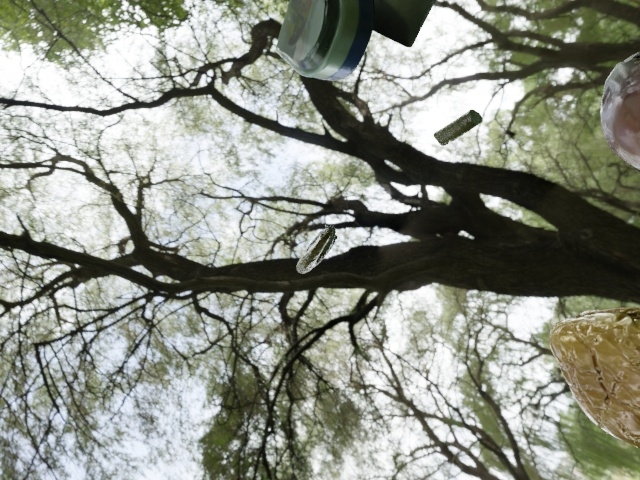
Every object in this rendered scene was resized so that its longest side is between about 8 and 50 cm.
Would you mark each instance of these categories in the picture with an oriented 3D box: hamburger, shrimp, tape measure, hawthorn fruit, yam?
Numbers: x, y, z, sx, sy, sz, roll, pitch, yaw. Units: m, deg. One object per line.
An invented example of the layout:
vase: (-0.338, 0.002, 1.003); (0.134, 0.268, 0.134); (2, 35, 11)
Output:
hamburger: (0.651, 0.291, 0.865); (0.158, 0.319, 0.318); (-20, -64, -22)
shrimp: (-0.016, 0.026, 1.284); (0.185, 0.068, 0.287); (-55, -7, 1)
tape measure: (0.009, -0.543, 1.028); (0.138, 0.262, 0.259); (-2, -43, -31)
hawthorn fruit: (0.876, -0.327, 1.008); (0.308, 0.308, 0.325); (-66, -30, -13)
yam: (0.381, -0.312, 1.129); (0.054, 0.132, 0.054); (16, -118, -32)

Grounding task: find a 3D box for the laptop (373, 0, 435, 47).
laptop: (0.179, -0.668, 1.098); (0.015, 0.269, 0.187); (-28, -32, -61)
